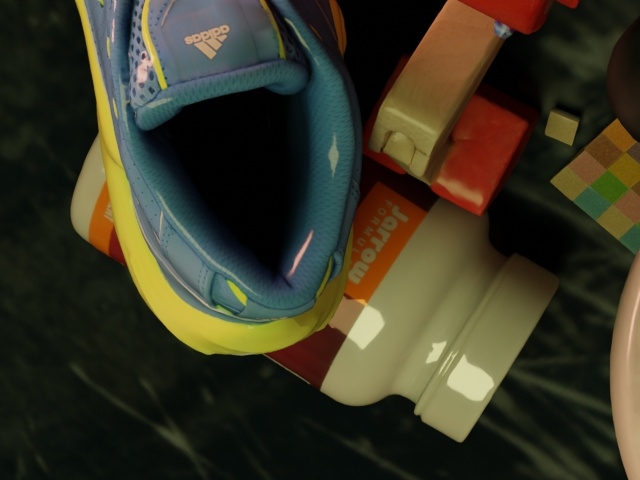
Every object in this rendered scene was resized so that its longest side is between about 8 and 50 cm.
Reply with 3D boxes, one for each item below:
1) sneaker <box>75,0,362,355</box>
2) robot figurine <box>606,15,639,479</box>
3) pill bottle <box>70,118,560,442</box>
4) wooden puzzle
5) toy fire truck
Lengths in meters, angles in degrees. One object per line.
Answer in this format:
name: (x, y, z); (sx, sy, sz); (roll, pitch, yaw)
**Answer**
sneaker: (-0.030, -0.084, 0.496); (0.126, 0.091, 0.240); (-172, 66, -79)
robot figurine: (0.174, 0.026, 0.412); (0.278, 0.173, 0.209); (142, 120, -78)
pill bottle: (0.000, 0.000, 0.607); (0.152, 0.086, 0.086); (32, 135, 7)
wooden puzzle: (0.108, -0.017, 0.581); (0.083, 0.006, 0.049); (41, 135, -2)
toy fire truck: (0.045, -0.065, 0.491); (0.047, 0.192, 0.135); (30, 106, 8)
